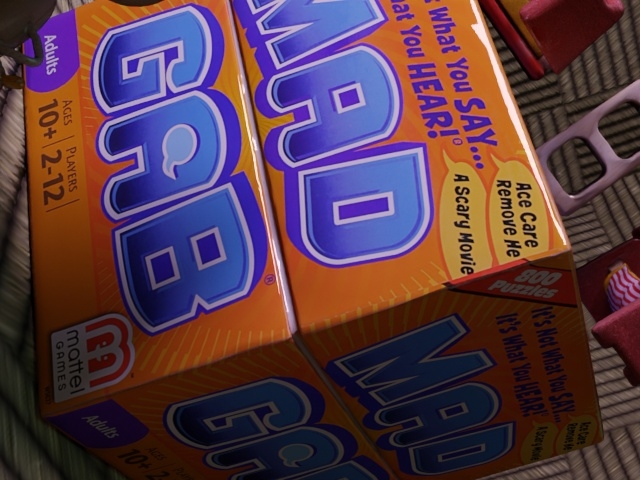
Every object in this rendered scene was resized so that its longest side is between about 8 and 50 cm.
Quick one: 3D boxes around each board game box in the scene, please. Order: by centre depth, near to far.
[{"bbox_3d":[0.000,0.000,0.903,0.356,0.356,0.356,59,15,-56],"label":"board game box"}]

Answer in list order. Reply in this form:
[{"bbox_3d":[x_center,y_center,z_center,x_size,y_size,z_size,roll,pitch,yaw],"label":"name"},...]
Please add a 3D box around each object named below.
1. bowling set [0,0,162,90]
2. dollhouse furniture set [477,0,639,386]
[{"bbox_3d":[-0.200,-0.120,0.514,0.154,0.286,0.200,-80,-171,-54],"label":"bowling set"},{"bbox_3d":[0.216,-0.051,0.822,0.374,0.152,0.201,54,9,-1],"label":"dollhouse furniture set"}]
